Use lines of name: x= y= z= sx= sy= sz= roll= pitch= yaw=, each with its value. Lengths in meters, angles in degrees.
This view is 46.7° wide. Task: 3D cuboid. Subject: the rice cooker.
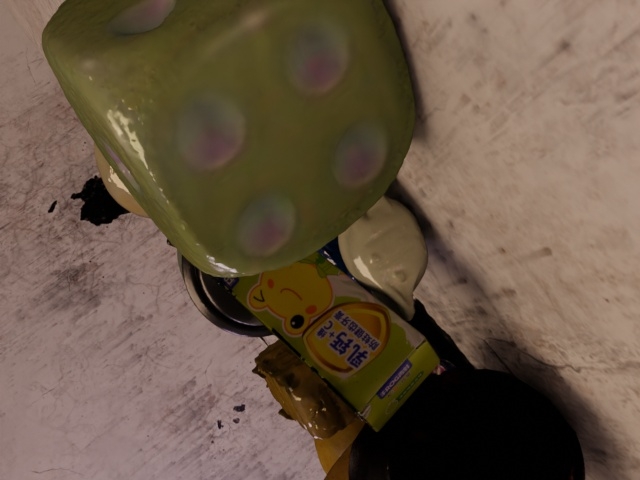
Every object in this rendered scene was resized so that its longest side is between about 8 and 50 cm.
rice cooker: x=-0.112 y=0.026 z=1.202 sx=0.280 sy=0.241 sz=0.227 roll=22 pitch=178 yaw=-18

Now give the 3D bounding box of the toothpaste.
toothpaste: x=-0.016 y=0.077 z=0.880 sx=0.327 sy=0.110 sz=0.077 roll=38 pitch=169 yaw=35

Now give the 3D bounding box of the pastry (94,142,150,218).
pastry: x=-0.341 y=-0.168 z=1.498 sx=0.133 sy=0.265 sz=0.265 roll=-6 pitch=131 yaw=26

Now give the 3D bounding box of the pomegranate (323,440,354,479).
pomegranate: x=0.158 y=0.470 z=1.129 sx=0.417 sy=0.416 sz=0.417 roll=48 pitch=165 yaw=17

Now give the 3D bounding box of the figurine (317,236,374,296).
figurine: x=0.005 y=0.008 z=1.021 sx=0.164 sy=0.120 sz=0.262 roll=41 pitch=161 yaw=43

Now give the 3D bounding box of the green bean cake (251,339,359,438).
green bean cake: x=0.016 y=0.211 z=1.275 sx=0.229 sy=0.224 sz=0.131 roll=19 pitch=140 yaw=62

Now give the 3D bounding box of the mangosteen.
mangosteen: x=0.170 y=0.291 z=0.854 sx=0.287 sy=0.287 sz=0.233 roll=47 pitch=167 yaw=20

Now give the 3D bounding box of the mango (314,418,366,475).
mango: x=0.113 y=0.435 z=1.516 sx=0.301 sy=0.220 sz=0.445 roll=47 pitch=168 yaw=12

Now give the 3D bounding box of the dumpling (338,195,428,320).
dumpling: x=0.067 y=0.009 z=0.876 sx=0.169 sy=0.100 sz=0.134 roll=53 pitch=169 yaw=-1

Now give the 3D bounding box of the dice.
dice: x=-0.085 y=-0.139 z=0.693 sx=0.254 sy=0.249 sz=0.252 roll=38 pitch=159 yaw=45

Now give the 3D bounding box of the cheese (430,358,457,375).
cheese: x=0.127 y=0.174 z=1.088 sx=0.244 sy=0.062 sz=0.155 roll=21 pitch=155 yaw=29
